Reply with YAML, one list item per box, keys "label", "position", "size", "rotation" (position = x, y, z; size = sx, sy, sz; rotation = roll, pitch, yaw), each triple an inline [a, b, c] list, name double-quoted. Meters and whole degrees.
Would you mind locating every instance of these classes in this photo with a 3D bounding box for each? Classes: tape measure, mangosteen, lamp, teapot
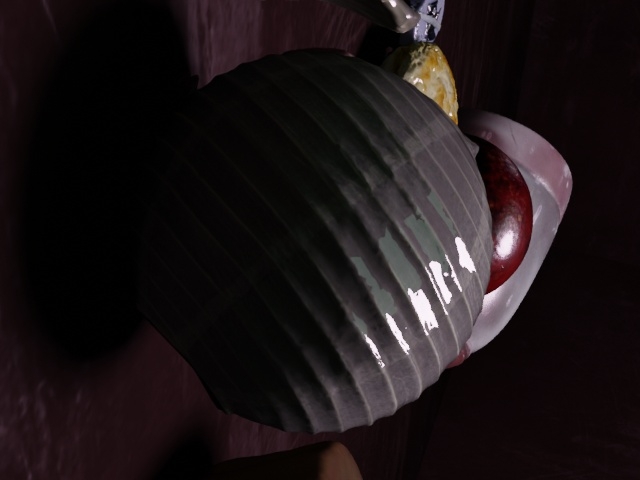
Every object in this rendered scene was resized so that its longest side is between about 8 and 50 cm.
- label: "tape measure"
  position: [0.106, -0.256, 1.360]
  size: [0.094, 0.054, 0.091]
  rotation: [-50, 151, -46]
- label: "mangosteen"
  position: [0.112, -0.033, 1.172]
  size: [0.200, 0.199, 0.200]
  rotation: [13, 90, -78]
- label: "lamp"
  position: [0.000, 0.000, 0.741]
  size: [0.265, 0.233, 0.233]
  rotation: [66, 37, -48]
- label: "teapot"
  position: [0.148, 0.028, 1.570]
  size: [0.312, 0.233, 0.315]
  rotation: [-64, -168, -23]

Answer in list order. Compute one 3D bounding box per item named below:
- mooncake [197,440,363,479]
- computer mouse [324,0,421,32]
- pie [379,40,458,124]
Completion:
- label: "mooncake"
  position: [-0.028, 0.314, 0.988]
  size: [0.290, 0.161, 0.290]
  rotation: [-11, 90, -81]
- label: "computer mouse"
  position: [0.002, -0.248, 0.711]
  size: [0.429, 0.145, 0.228]
  rotation: [-77, 170, -76]
- label: "pie"
  position: [0.082, -0.102, 1.317]
  size: [0.201, 0.090, 0.248]
  rotation: [27, 82, -63]
